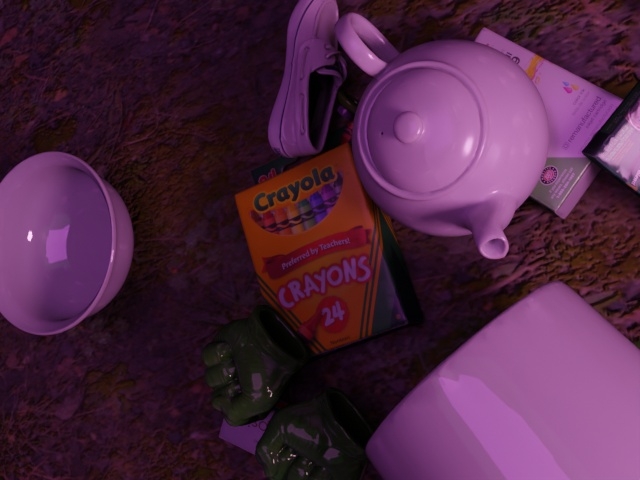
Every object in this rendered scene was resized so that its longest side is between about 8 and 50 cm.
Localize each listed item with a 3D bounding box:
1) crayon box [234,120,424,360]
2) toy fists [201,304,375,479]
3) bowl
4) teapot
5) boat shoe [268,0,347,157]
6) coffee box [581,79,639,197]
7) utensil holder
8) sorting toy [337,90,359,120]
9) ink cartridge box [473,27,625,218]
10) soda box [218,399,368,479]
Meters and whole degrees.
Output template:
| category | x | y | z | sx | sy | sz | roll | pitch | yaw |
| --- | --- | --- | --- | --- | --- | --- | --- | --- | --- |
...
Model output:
| category | x | y | z | sx | sy | sz | roll | pitch | yaw |
| --- | --- | --- | --- | --- | --- | --- | --- | --- | --- |
| crayon box | 0.000 | 0.000 | 1.026 | 0.202 | 0.081 | 0.319 | -23 | 76 | 22 |
| toy fists | -0.055 | 0.227 | 0.945 | 0.279 | 0.096 | 0.142 | 48 | 110 | 16 |
| bowl | -0.419 | 0.007 | 1.195 | 0.297 | 0.134 | 0.298 | -2 | 85 | 25 |
| teapot | 0.130 | -0.126 | 0.819 | 0.256 | 0.187 | 0.253 | 13 | 97 | 30 |
| boat shoe | -0.001 | -0.242 | 1.026 | 0.084 | 0.095 | 0.258 | 7 | 85 | 38 |
| coffee box | 0.408 | -0.091 | 0.812 | 0.184 | 0.040 | 0.113 | 35 | 101 | -11 |
| utensil holder | 0.280 | 0.279 | 0.739 | 0.327 | 0.327 | 0.385 | -47 | 68 | 15 |
| sorting toy | 0.056 | -0.167 | 1.005 | 0.042 | 0.102 | 0.061 | -50 | 25 | 20 |
| ink cartridge box | 0.262 | -0.150 | 0.907 | 0.212 | 0.093 | 0.154 | 38 | 104 | 25 |
| soda box | -0.037 | 0.289 | 1.027 | 0.216 | 0.069 | 0.074 | 18 | 94 | 26 |
